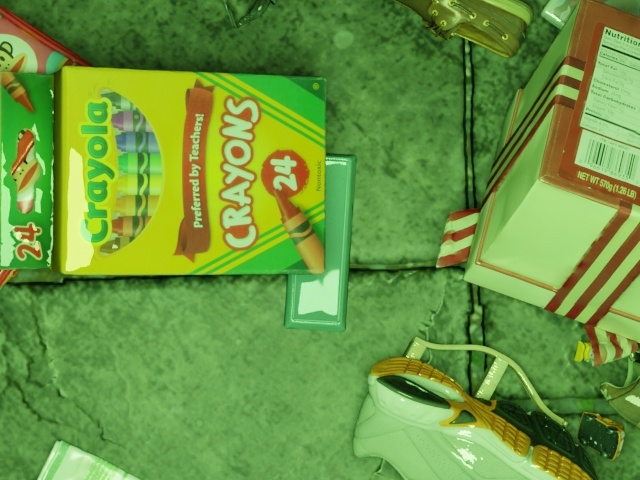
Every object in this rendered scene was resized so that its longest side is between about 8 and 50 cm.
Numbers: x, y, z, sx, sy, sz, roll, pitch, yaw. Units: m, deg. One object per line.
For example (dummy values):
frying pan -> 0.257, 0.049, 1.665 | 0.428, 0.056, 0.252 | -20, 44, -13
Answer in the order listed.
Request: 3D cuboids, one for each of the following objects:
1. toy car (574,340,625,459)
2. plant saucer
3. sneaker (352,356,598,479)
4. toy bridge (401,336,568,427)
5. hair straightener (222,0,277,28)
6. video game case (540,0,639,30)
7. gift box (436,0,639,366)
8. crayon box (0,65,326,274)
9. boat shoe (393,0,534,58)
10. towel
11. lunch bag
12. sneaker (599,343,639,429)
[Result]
toy car -> 0.303, 0.167, 1.415 | 0.040, 0.060, 0.122 | 0, 91, -35
plant saucer -> 0.000, 0.000, 1.431 | 0.067, 0.018, 0.192 | 4, 85, -2
sneaker -> 0.155, 0.224, 1.381 | 0.262, 0.099, 0.121 | 27, 117, 9
toy bridge -> 0.180, 0.150, 1.422 | 0.188, 0.026, 0.063 | 29, 83, 0
hair straightener -> -0.057, -0.340, 1.452 | 0.089, 0.047, 0.230 | 24, 88, -1
video game case -> 0.373, -0.276, 1.475 | 0.183, 0.023, 0.201 | 36, 84, 1
gift box -> 0.278, -0.041, 1.322 | 0.255, 0.258, 0.276 | 24, 63, 0
crayon box -> -0.154, -0.065, 1.326 | 0.318, 0.081, 0.202 | -1, 92, -19
boat shoe -> 0.139, -0.246, 1.438 | 0.178, 0.064, 0.060 | 18, 82, -4
towel -> -0.231, 0.288, 1.387 | 0.152, 0.023, 0.113 | 27, 84, -1
lunch bag -> -0.348, -0.079, 1.373 | 0.258, 0.120, 0.293 | 33, 81, -4
sneaker -> 0.364, 0.109, 1.403 | 0.071, 0.066, 0.188 | 36, 66, 6
